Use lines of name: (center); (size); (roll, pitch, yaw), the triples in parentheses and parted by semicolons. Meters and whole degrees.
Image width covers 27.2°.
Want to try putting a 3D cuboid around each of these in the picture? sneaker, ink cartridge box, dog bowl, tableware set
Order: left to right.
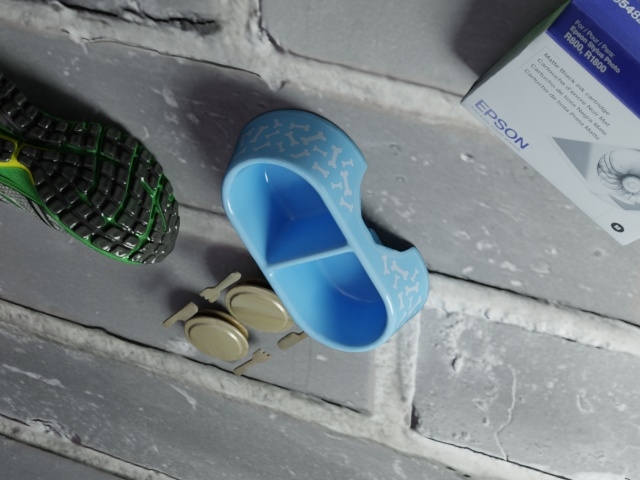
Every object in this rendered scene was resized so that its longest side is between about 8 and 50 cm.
sneaker: (-0.315, -0.085, 1.550); (0.343, 0.134, 0.146); (34, 160, -5)
tableware set: (-0.097, 0.091, 1.610); (0.128, 0.039, 0.194); (36, 142, -17)
dog bowl: (0.000, 0.000, 1.455); (0.166, 0.074, 0.297); (-14, 118, 36)
ink cartridge box: (0.265, -0.108, 1.195); (0.223, 0.045, 0.224); (40, 151, -5)
